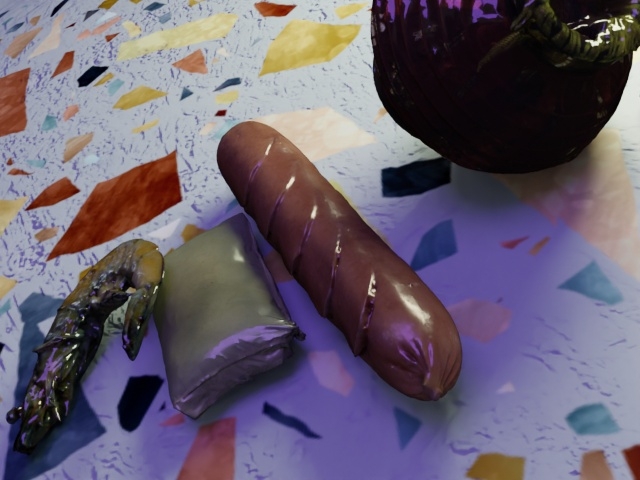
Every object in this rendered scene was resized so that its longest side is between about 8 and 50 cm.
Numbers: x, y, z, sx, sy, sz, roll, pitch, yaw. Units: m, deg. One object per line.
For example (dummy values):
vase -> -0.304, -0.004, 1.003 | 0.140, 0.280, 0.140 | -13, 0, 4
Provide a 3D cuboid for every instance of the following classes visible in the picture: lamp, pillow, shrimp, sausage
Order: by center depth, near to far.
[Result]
lamp -> 0.157, -0.173, 0.692 | 0.246, 0.247, 0.247 | -15, 42, 13
sausage -> 0.002, 0.000, 0.700 | 0.087, 0.088, 0.433 | -31, 39, -6
pillow -> -0.092, 0.057, 0.715 | 0.119, 0.053, 0.208 | -26, 37, -4
shrimp -> -0.200, 0.085, 0.720 | 0.150, 0.051, 0.217 | -14, 45, 42
